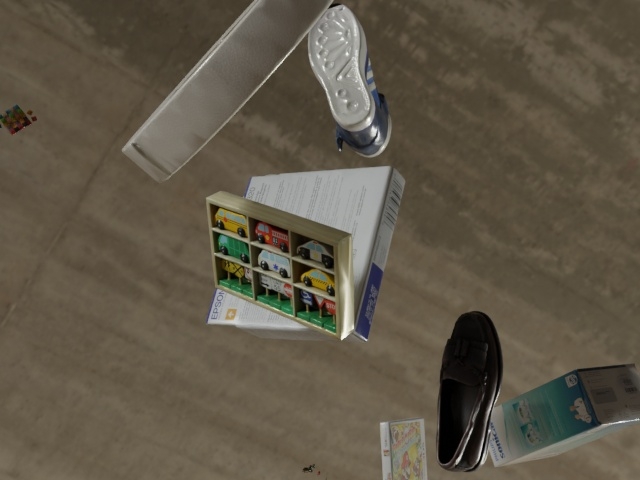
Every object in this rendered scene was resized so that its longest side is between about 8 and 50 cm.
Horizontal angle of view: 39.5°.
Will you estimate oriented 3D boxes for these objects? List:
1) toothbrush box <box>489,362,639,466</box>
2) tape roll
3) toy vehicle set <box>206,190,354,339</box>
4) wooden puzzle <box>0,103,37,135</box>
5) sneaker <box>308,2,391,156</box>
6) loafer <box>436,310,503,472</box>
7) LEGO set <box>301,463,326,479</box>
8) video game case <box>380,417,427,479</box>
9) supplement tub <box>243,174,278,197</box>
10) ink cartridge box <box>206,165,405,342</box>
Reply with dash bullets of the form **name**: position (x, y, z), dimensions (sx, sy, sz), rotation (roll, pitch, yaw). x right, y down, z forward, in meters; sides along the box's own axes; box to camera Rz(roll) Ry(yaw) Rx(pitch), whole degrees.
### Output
- **toothbrush box**: position (0.524, 0.378, 1.915), dimensions (0.216, 0.295, 0.126), rotation (2, -120, -38)
- **tape roll**: position (-0.117, -0.241, 1.208), dimensions (0.072, 0.392, 0.392), rotation (42, -162, -15)
- **toy vehicle set**: position (-0.064, 0.034, 1.360), dimensions (0.267, 0.165, 0.035), rotation (19, -145, 36)
- **wooden puzzle**: position (-0.621, -0.245, 1.808), dimensions (0.083, 0.006, 0.049), rotation (-41, -87, -31)
- **sneaker**: position (0.072, -0.342, 2.007), dimensions (0.236, 0.130, 0.322), rotation (50, -155, -66)
- **loafer**: position (0.268, 0.280, 1.651), dimensions (0.109, 0.302, 0.095), rotation (1, 174, 40)
- **LEGO set**: position (-0.004, 0.440, 1.589), dimensions (0.054, 0.023, 0.083), rotation (5, -139, -28)
- **video game case**: position (0.182, 0.486, 1.894), dimensions (0.227, 0.026, 0.206), rotation (18, -112, -64)
- **supplement tub**: position (-0.145, -0.023, 2.343), dimensions (0.191, 0.191, 0.272), rotation (33, -129, -12)
- **ink cartridge box**: position (-0.028, 0.024, 1.644), dimensions (0.330, 0.324, 0.071), rotation (-1, 153, 36)
